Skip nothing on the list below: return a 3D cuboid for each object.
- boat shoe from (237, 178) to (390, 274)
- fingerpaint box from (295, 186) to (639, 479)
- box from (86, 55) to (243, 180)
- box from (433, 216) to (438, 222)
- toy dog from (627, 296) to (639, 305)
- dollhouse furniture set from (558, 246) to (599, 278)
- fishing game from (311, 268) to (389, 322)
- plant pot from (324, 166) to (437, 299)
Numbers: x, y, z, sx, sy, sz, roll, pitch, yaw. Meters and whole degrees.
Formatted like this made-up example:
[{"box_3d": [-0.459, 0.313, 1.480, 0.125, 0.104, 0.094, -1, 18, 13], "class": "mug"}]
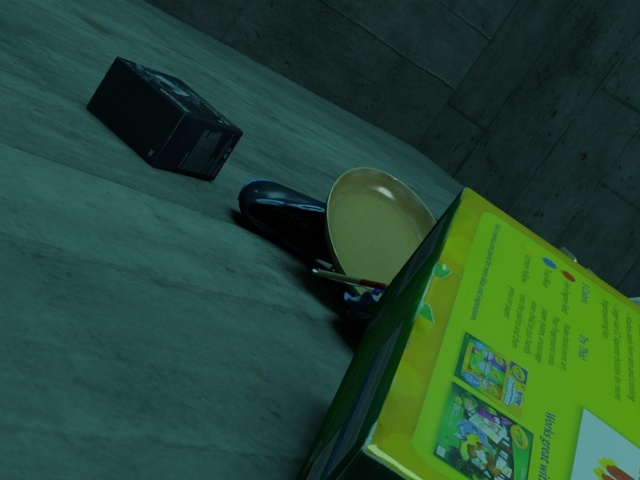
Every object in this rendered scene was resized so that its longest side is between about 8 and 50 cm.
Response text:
[{"box_3d": [0.000, 0.000, 1.504, 0.258, 0.109, 0.089, 17, 20, -6], "class": "boat shoe"}, {"box_3d": [0.190, 0.192, 0.830, 0.371, 0.163, 0.445, 34, 27, -1], "class": "fingerpaint box"}, {"box_3d": [-0.224, -0.175, 1.544, 0.156, 0.093, 0.158, 40, 14, 24], "class": "box"}, {"box_3d": [0.231, 0.021, 1.779, 0.191, 0.045, 0.184, 35, 7, 8], "class": "box"}, {"box_3d": [0.244, 0.179, 1.192, 0.334, 0.220, 0.161, 3, 48, -6], "class": "toy dog"}, {"box_3d": [0.300, 0.157, 1.445, 0.242, 0.212, 0.161, -120, -171, -63], "class": "dollhouse furniture set"}, {"box_3d": [0.103, 0.118, 1.316, 0.189, 0.041, 0.264, 12, -22, 50], "class": "fishing game"}, {"box_3d": [0.089, 0.011, 1.454, 0.236, 0.032, 0.236, 24, 51, -34], "class": "plant pot"}]
